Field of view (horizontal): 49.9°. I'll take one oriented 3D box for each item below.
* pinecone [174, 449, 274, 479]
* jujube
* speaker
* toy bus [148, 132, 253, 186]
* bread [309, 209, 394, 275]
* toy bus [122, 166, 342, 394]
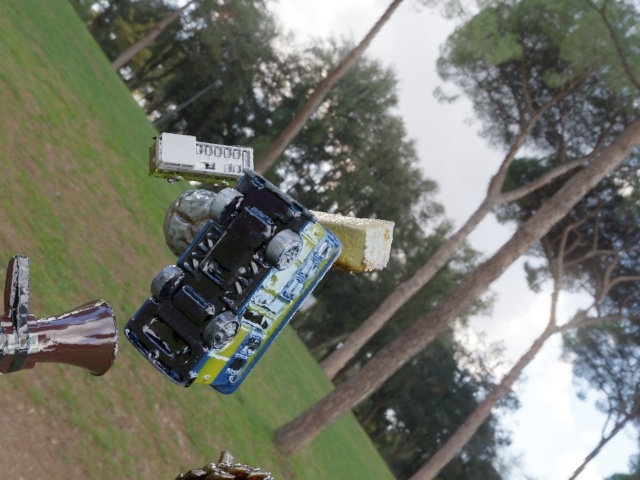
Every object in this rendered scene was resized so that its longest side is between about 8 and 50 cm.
[{"bbox_3d":[-0.176,0.524,1.278,0.243,0.243,0.257,58,5,-35],"label":"pinecone"},{"bbox_3d":[-0.247,-0.008,1.740,0.316,0.226,0.226,17,-24,24],"label":"jujube"},{"bbox_3d":[-0.647,0.195,1.618,0.198,0.259,0.329,33,13,38],"label":"speaker"},{"bbox_3d":[-0.339,-0.230,1.998,0.139,0.301,0.113,148,-58,-60],"label":"toy bus"},{"bbox_3d":[0.000,0.000,1.415,0.274,0.114,0.184,7,8,23],"label":"bread"},{"bbox_3d":[-0.118,0.063,0.965,0.138,0.288,0.175,36,-3,23],"label":"toy bus"}]
